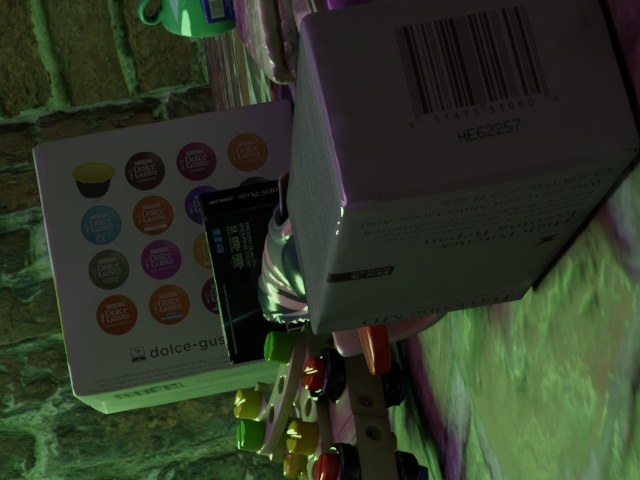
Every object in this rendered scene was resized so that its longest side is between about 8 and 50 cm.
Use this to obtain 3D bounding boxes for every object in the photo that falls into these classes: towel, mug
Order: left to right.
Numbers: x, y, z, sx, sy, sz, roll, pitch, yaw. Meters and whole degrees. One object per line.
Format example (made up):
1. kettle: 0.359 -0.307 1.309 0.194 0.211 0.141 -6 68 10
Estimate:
1. mug: -0.210 -0.404 2.244 0.129 0.158 0.097 25 129 30
2. towel: -0.086 -0.363 1.616 0.332 0.053 0.316 -116 15 -72

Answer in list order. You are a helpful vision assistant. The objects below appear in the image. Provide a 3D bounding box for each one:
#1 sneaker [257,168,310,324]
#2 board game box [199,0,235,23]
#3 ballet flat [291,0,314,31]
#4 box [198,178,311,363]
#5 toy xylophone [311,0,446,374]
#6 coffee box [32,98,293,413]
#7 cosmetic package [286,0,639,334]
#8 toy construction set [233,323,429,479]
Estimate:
1. sneaker: 0.000 0.000 1.162 0.319 0.112 0.131 168 84 -76
2. board game box: -0.167 -0.521 1.960 0.233 0.078 0.347 -111 11 -59
3. ballet flat: 0.004 -0.203 1.017 0.052 0.057 0.168 139 120 -72
4. box: -0.046 0.030 1.487 0.077 0.147 0.180 -115 15 -67
5. toy xylophone: 0.030 -0.080 0.861 0.236 0.081 0.322 -106 8 -46
6. coffee box: -0.178 0.034 1.838 0.338 0.338 0.334 105 154 -79
7. cosmetic package: 0.049 -0.026 0.600 0.231 0.117 0.085 94 165 -73
8. toy construction set: 0.016 0.210 1.208 0.215 0.151 0.327 -62 40 40
